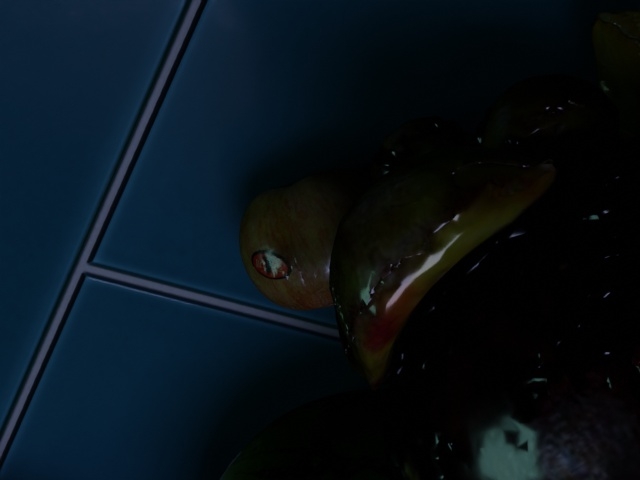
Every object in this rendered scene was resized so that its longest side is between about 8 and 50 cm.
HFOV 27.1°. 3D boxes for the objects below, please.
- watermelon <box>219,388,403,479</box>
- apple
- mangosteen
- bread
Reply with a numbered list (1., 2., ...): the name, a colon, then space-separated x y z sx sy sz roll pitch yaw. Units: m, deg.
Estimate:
1. watermelon: 0.069 0.292 1.106 0.363 0.363 0.363 -6 125 -9
2. apple: 0.003 -0.001 1.019 0.126 0.126 0.102 -14 87 -3
3. mangosteen: 0.205 0.081 0.845 0.381 0.381 0.421 -32 94 9
4. bread: 0.284 -0.078 0.999 0.088 0.161 0.233 -47 142 -14
